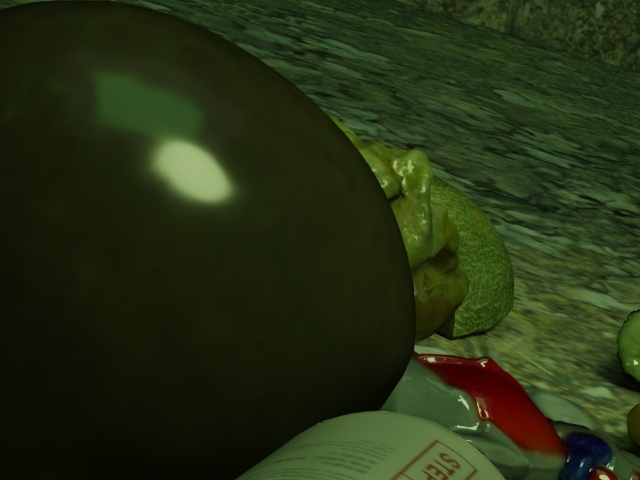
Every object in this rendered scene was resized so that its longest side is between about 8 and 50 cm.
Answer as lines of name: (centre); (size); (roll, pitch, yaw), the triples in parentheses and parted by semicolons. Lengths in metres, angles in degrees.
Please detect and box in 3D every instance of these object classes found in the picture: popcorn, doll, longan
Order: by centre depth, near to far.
longan: (-0.072, 0.012, 0.668); (0.212, 0.198, 0.198); (30, 9, -13)
doll: (0.073, 0.085, 0.836); (0.194, 0.062, 0.104); (21, 28, -23)
popcorn: (0.000, 0.000, 0.953); (0.126, 0.126, 0.145); (36, -3, 36)

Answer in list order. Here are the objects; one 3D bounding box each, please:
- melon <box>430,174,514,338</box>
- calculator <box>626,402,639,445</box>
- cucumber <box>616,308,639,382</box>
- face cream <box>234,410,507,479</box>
melon: (0.058, -0.008, 1.160); (0.128, 0.079, 0.160); (3, 19, -45)
calculator: (0.248, 0.078, 0.997); (0.146, 0.032, 0.235); (-17, -9, 38)
cucumber: (0.217, 0.054, 1.172); (0.058, 0.058, 0.187); (21, 11, 15)
face cream: (-0.012, 0.113, 0.507); (0.096, 0.096, 0.214); (21, 13, 15)
